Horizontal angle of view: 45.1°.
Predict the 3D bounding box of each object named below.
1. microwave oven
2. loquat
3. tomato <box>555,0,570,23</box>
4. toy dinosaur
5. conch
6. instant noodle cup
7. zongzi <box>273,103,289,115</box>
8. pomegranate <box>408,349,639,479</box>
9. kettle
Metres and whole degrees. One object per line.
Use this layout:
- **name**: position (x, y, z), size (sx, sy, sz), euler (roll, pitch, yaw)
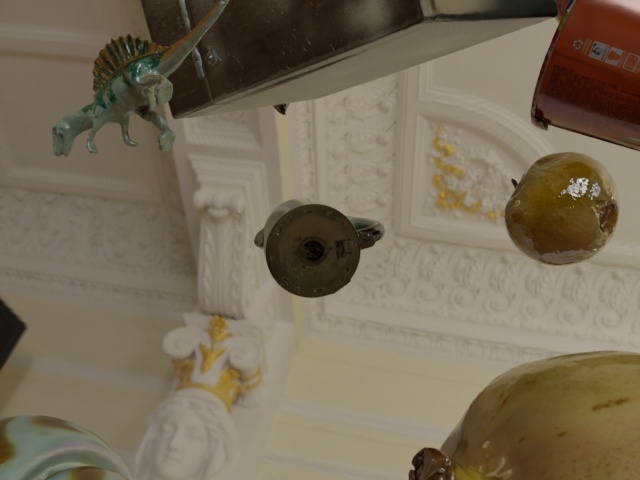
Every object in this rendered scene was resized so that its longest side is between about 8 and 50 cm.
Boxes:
- **microwave oven**: position (0.027, -0.334, 1.002), size (0.432, 0.374, 0.236), euler (-9, -84, 43)
- **loquat**: position (0.435, -0.051, 1.405), size (0.213, 0.213, 0.213), euler (9, -46, 10)
- **tomato**: position (0.495, -0.434, 1.285), size (0.260, 0.180, 0.259), euler (25, -45, 27)
- **toy dinosaur**: position (-0.159, -0.142, 0.663), size (0.106, 0.044, 0.187), euler (30, -81, 28)
- **conch**: position (-0.251, 0.270, 0.708), size (0.368, 0.249, 0.197), euler (21, -68, 33)
- **instant noodle cup**: position (0.400, -0.219, 0.950), size (0.192, 0.250, 0.250), euler (29, -42, 20)
- **zongzi**: position (-0.021, -0.320, 1.427), size (0.251, 0.274, 0.125), euler (2, -37, -38)
- **pomegranate**: position (0.199, 0.225, 0.542), size (0.319, 0.319, 0.319), euler (9, -46, 10)
- **kettle**: position (0.000, 0.000, 1.439), size (0.240, 0.255, 0.165), euler (-10, -83, -6)
